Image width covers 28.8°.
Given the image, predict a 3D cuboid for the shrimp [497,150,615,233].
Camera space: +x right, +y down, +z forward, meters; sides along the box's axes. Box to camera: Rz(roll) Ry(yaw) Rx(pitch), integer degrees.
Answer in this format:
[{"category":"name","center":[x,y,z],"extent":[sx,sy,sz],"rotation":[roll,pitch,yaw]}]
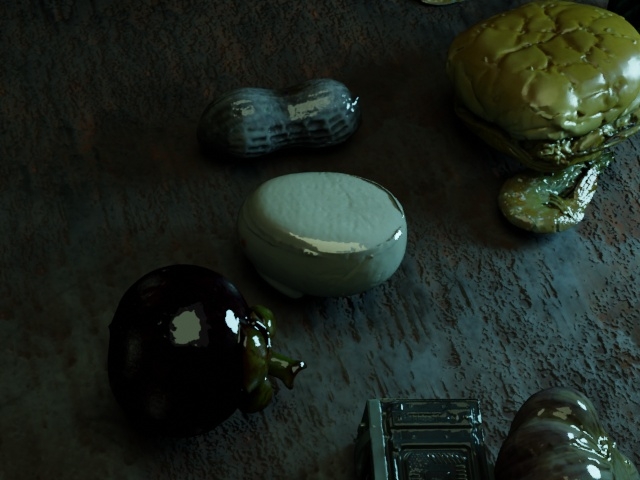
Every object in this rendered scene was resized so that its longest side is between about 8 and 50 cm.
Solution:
[{"category":"shrimp","center":[0.354,-0.073,1.826],"extent":[0.217,0.051,0.115],"rotation":[-28,69,-26]}]

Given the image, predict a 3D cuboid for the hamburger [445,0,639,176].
[{"category":"hamburger","center":[0.349,-0.239,1.848],"extent":[0.318,0.158,0.319],"rotation":[-2,44,2]}]

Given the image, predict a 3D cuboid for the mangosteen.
[{"category":"mangosteen","center":[-0.137,0.138,1.523],"extent":[0.249,0.211,0.211],"rotation":[8,53,-16]}]

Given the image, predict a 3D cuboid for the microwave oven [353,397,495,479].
[{"category":"microwave oven","center":[0.126,0.302,1.480],"extent":[0.162,0.122,0.208],"rotation":[0,55,-7]}]

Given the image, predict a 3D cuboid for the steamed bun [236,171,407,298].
[{"category":"steamed bun","center":[0.000,0.000,1.672],"extent":[0.228,0.131,0.177],"rotation":[6,44,-2]}]

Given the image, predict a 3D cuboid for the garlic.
[{"category":"garlic","center":[0.278,0.296,1.436],"extent":[0.160,0.245,0.245],"rotation":[-20,51,24]}]

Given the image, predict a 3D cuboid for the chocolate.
[{"category":"chocolate","center":[-0.059,-0.178,1.809],"extent":[0.248,0.110,0.110],"rotation":[-12,57,-17]}]

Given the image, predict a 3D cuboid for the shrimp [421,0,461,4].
[{"category":"shrimp","center":[0.180,-0.456,2.071],"extent":[0.187,0.052,0.132],"rotation":[15,54,0]}]

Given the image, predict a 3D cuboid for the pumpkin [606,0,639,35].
[{"category":"pumpkin","center":[0.583,-0.360,1.943],"extent":[0.247,0.248,0.248],"rotation":[4,54,-5]}]
